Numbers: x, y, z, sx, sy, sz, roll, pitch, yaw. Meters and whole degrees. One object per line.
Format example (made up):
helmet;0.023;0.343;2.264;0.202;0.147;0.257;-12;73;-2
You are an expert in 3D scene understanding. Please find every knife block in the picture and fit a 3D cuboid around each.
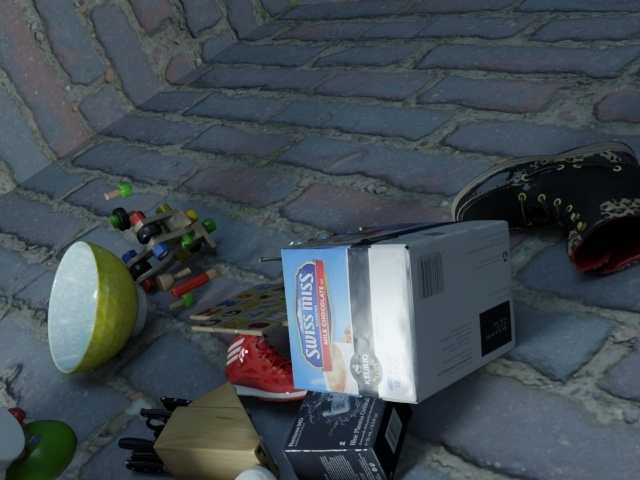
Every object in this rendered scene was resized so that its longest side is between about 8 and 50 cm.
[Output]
knife block;-0.225;0.364;1.428;0.242;0.088;0.276;-30;31;-9

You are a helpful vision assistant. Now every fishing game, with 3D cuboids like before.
fishing game;0.000;0.000;1.782;0.264;0.041;0.189;-18;-8;31

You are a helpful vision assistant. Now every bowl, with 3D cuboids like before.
bowl;-0.483;0.154;1.845;0.156;0.289;0.289;10;9;-37

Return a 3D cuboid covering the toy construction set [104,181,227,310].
toy construction set;-0.322;0.010;1.965;0.237;0.257;0.309;-26;48;-29

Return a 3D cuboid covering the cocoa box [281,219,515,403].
cocoa box;0.134;0.097;1.324;0.228;0.231;0.347;0;7;37

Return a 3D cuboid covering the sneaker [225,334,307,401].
sneaker;-0.089;0.221;1.500;0.221;0.128;0.087;-5;-1;29

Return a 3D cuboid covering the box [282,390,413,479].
box;0.046;0.306;1.324;0.158;0.093;0.156;-9;33;27

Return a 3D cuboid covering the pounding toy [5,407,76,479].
pounding toy;-0.601;0.412;1.596;0.183;0.110;0.237;10;44;45

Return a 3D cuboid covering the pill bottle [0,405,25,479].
pill bottle;-0.672;0.427;1.452;0.318;0.176;0.176;-43;27;15

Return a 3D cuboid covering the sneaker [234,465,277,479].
sneaker;-0.122;0.431;1.186;0.114;0.152;0.305;-16;29;19

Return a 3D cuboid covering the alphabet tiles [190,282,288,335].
alphabet tiles;-0.079;0.124;1.645;0.285;0.011;0.342;0;14;35

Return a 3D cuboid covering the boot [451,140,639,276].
boot;0.450;-0.047;1.563;0.378;0.138;0.284;-14;31;6
